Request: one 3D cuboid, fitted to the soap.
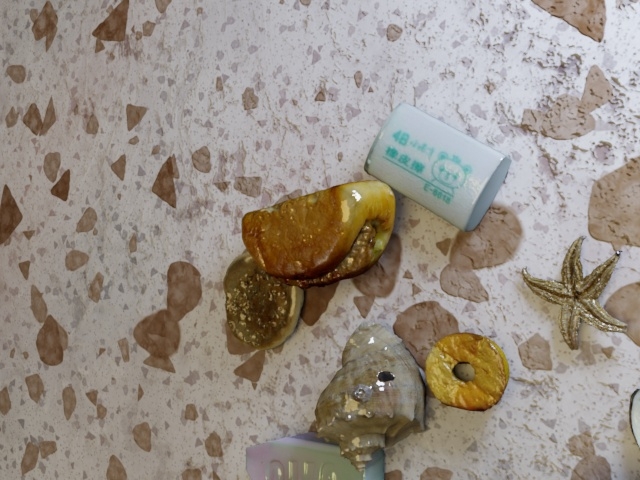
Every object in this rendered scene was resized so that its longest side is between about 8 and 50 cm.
[{"bbox_3d":[-0.017,0.584,1.704,0.347,0.115,0.208,0,88,32],"label":"soap"}]

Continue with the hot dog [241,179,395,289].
[{"bbox_3d":[-0.001,0.000,1.655,0.405,0.185,0.223,-12,92,41],"label":"hot dog"}]

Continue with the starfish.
[{"bbox_3d":[0.522,0.105,1.420,0.240,0.043,0.227,27,100,33],"label":"starfish"}]

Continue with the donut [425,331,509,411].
[{"bbox_3d":[0.327,0.285,1.521,0.190,0.075,0.174,-22,78,34],"label":"donut"}]

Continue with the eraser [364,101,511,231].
[{"bbox_3d":[0.257,-0.169,1.562,0.290,0.104,0.189,34,103,28],"label":"eraser"}]

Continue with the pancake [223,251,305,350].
[{"bbox_3d":[-0.154,0.155,1.844,0.282,0.049,0.282,1,93,33],"label":"pancake"}]

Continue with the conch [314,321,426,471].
[{"bbox_3d":[0.128,0.351,1.560,0.186,0.263,0.324,177,102,-74],"label":"conch"}]

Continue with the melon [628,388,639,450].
[{"bbox_3d":[0.648,0.380,1.329,0.098,0.054,0.182,-48,66,15],"label":"melon"}]
